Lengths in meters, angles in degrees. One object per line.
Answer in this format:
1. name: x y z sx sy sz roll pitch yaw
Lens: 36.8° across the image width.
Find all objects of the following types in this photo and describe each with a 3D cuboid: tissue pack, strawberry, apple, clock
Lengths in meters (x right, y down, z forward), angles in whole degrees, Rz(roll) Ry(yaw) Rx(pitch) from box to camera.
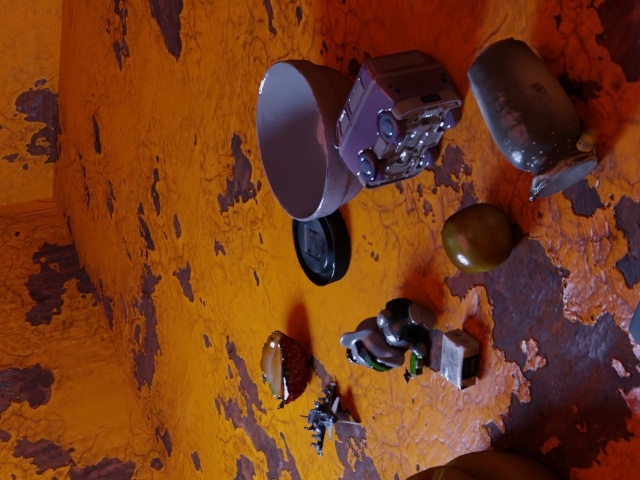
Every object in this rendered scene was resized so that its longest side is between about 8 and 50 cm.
1. tissue pack: 0.231 0.196 1.590 0.062 0.042 0.083 35 132 55
2. strawberry: -0.076 0.286 2.166 0.140 0.085 0.192 -1 100 64
3. apple: 0.233 0.001 1.441 0.114 0.099 0.102 -42 67 56
4. clock: 0.000 0.000 1.945 0.184 0.040 0.184 36 132 53

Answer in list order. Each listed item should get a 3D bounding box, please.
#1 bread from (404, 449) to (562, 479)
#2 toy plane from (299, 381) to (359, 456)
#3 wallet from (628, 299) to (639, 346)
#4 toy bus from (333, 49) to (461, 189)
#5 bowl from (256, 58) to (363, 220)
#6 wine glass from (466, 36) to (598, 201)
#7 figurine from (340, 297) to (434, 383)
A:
1. bread: 0.234 0.511 1.501 0.424 0.245 0.328 -35 71 57
2. toy plane: -0.003 0.385 2.080 0.234 0.082 0.159 -15 62 62
3. wallet: 0.452 0.054 1.080 0.176 0.075 0.250 -123 33 -45
4. toy bus: 0.118 -0.191 1.534 0.142 0.142 0.202 57 146 24
5. bowl: 0.005 -0.188 1.736 0.287 0.144 0.286 38 135 52
6. wine glass: 0.277 -0.161 1.268 0.204 0.111 0.111 65 150 19
7. figurine: 0.119 0.176 1.712 0.192 0.147 0.126 -35 50 42
